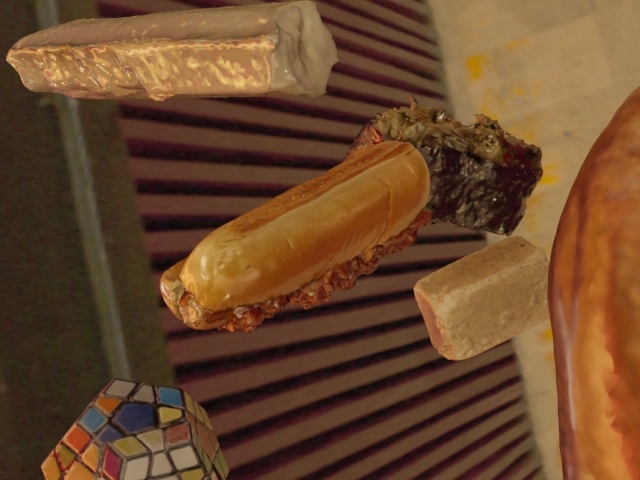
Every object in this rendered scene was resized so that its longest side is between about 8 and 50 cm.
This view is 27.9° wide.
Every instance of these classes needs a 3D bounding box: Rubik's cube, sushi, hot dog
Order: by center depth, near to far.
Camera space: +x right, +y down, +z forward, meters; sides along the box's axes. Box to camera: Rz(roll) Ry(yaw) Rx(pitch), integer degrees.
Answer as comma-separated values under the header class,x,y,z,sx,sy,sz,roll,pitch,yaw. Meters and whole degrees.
class,x,y,z,sx,sy,sz,roll,pitch,yaw
Rubik's cube,-0.109,0.136,0.764,0.093,0.111,0.111,21,101,57
hot dog,0.000,0.000,0.871,0.076,0.249,0.102,54,135,7
sushi,0.124,-0.082,1.352,0.147,0.213,0.115,41,118,58

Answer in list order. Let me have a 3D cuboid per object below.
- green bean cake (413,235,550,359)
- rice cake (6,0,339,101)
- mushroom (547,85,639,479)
class,x,y,z,sx,sy,sz,roll,pitch,yaw
green bean cake,0.227,0.078,1.757,0.179,0.085,0.109,-24,120,-13
rice cake,-0.093,-0.107,0.748,0.256,0.057,0.052,6,104,45
mushroom,0.194,0.043,0.438,0.195,0.263,0.283,-51,38,47
